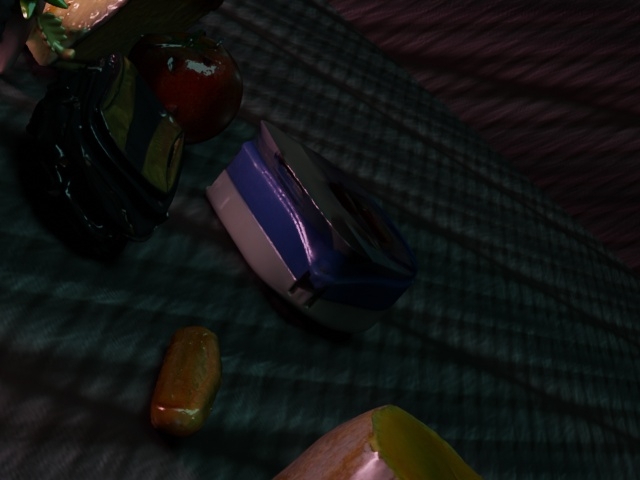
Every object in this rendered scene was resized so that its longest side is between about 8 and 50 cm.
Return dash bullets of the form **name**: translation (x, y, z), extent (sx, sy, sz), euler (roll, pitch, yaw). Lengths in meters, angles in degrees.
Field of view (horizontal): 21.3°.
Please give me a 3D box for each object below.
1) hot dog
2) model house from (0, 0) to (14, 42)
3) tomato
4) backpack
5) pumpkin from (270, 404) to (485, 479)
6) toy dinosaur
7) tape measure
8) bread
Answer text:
- **hot dog**: translation (-0.134, 0.148, 1.744), extent (0.066, 0.047, 0.215), euler (6, 20, -2)
- **model house**: translation (-0.455, -0.273, 1.786), extent (0.248, 0.230, 0.280), euler (89, -19, -46)
- **tomato**: translation (-0.188, -0.208, 2.329), extent (0.167, 0.167, 0.167), euler (41, 16, -15)
- **backpack**: translation (-0.246, -0.087, 1.928), extent (0.206, 0.133, 0.258), euler (48, 19, -24)
- **pumpkin**: translation (0.102, 0.317, 1.658), extent (0.332, 0.199, 0.332), euler (44, 15, -16)
- **toy dinosaur**: translation (-0.397, -0.288, 2.093), extent (0.152, 0.177, 0.194), euler (-11, 60, -18)
- **tape measure**: translation (-0.002, 0.000, 2.296), extent (0.262, 0.138, 0.259), euler (25, 26, -51)
- **bread**: translation (-0.192, -0.335, 2.350), extent (0.242, 0.346, 0.405), euler (49, 8, 37)
